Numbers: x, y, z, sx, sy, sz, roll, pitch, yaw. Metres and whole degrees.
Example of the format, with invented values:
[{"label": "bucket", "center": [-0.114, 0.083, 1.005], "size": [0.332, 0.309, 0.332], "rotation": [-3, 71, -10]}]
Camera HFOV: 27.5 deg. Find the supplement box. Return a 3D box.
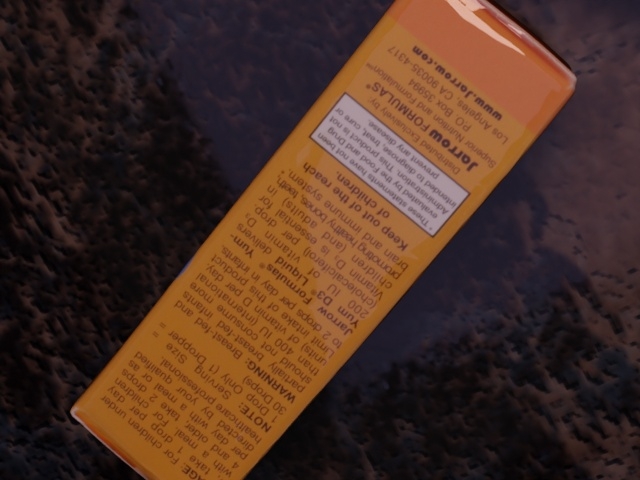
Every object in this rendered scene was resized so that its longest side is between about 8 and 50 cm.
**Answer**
[{"label": "supplement box", "center": [0.000, 0.000, 0.530], "size": [0.080, 0.078, 0.233], "rotation": [37, 104, -1]}]
